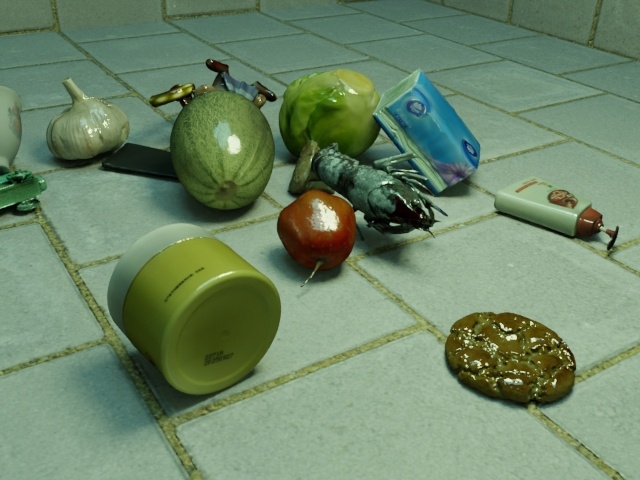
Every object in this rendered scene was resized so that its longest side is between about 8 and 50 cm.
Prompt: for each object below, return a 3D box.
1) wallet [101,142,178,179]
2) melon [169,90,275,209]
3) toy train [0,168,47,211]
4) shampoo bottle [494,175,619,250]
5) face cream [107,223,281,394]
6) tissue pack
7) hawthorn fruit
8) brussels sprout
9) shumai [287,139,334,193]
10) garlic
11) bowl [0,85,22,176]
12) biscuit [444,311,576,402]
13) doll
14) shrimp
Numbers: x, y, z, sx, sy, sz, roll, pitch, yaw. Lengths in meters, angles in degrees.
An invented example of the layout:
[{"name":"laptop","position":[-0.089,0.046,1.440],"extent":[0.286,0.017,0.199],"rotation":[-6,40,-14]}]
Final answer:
[{"name":"wallet","position":[-0.414,-0.203,1.811],"extent":[0.285,0.030,0.146],"rotation":[11,28,13]},{"name":"melon","position":[-0.228,-0.211,1.622],"extent":[0.248,0.248,0.329],"rotation":[-4,40,-11]},{"name":"toy train","position":[-0.751,-0.098,1.552],"extent":[0.159,0.101,0.248],"rotation":[11,27,41]},{"name":"shampoo bottle","position":[0.558,-0.062,1.582],"extent":[0.153,0.071,0.284],"rotation":[-22,36,-33]},{"name":"face cream","position":[-0.198,0.106,1.095],"extent":[0.218,0.218,0.179],"rotation":[-21,38,-34]},{"name":"tissue pack","position":[0.272,-0.276,1.734],"extent":[0.146,0.263,0.198],"rotation":[-33,16,27]},{"name":"hawthorn fruit","position":[0.000,0.000,1.380],"extent":[0.162,0.162,0.203],"rotation":[-5,46,-12]},{"name":"brussels sprout","position":[0.030,-0.331,1.848],"extent":[0.259,0.294,0.227],"rotation":[10,52,-29]},{"name":"shumai","position":[-0.007,-0.165,1.708],"extent":[0.116,0.145,0.145],"rotation":[22,29,-9]},{"name":"garlic","position":[-0.621,-0.327,1.819],"extent":[0.218,0.212,0.218],"rotation":[-10,23,4]},{"name":"bowl","position":[-0.823,-0.202,1.599],"extent":[0.345,0.345,0.157],"rotation":[-27,83,-40]},{"name":"biscuit","position":[0.317,0.189,1.162],"extent":[0.226,0.042,0.226],"rotation":[2,31,-1]},{"name":"doll","position":[-0.294,-0.382,1.951],"extent":[0.318,0.209,0.340],"rotation":[1,32,3]},{"name":"shrimp","position":[0.115,-0.106,1.493],"extent":[0.410,0.221,0.166],"rotation":[30,20,32]}]
